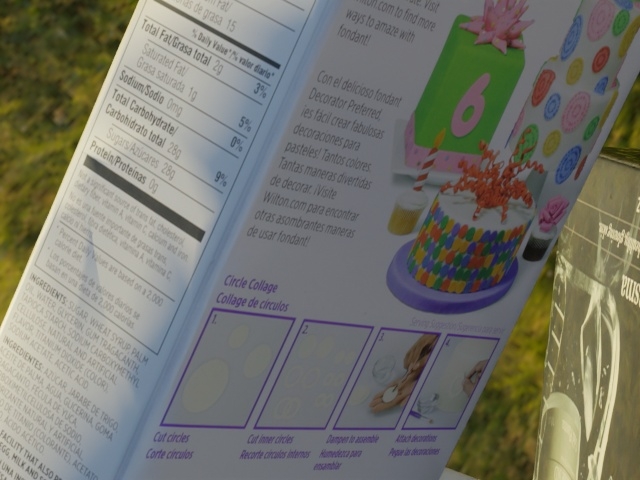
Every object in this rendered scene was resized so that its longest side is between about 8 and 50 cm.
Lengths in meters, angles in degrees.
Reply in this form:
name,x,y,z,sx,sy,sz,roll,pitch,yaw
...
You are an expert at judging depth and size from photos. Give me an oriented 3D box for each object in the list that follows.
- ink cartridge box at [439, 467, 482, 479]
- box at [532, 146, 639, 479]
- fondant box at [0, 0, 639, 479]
name,x,y,z,sx,sy,sz,roll,pitch,yaw
ink cartridge box,0.035,0.256,1.001,0.306,0.226,0.131,15,143,40
box,0.350,0.179,1.233,0.297,0.480,0.472,3,96,-3
fondant box,0.000,0.000,0.699,0.096,0.238,0.330,33,103,34
